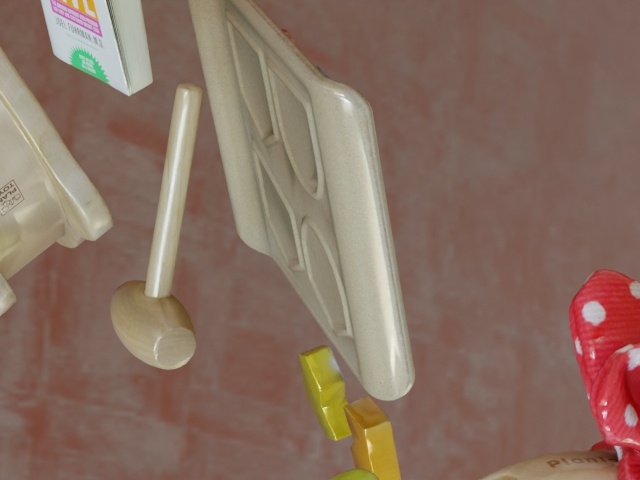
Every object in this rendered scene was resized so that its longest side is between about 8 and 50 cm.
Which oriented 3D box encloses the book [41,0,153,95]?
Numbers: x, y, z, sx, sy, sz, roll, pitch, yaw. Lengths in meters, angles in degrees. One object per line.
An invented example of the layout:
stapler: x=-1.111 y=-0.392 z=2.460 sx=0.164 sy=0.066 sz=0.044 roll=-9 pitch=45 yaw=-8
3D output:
book: x=-0.170 y=-0.184 z=1.302 sx=0.035 sy=0.096 sz=0.144 roll=-35 pitch=134 yaw=-30

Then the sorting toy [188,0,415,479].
sorting toy: x=0.000 y=0.000 z=1.134 sx=0.041 sy=0.229 sz=0.307 roll=-20 pitch=122 yaw=-16

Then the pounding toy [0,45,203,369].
pounding toy: x=-0.159 y=-0.058 z=0.942 sx=0.155 sy=0.154 sz=0.269 roll=-39 pitch=119 yaw=-16

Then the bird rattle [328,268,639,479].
bird rattle: x=0.081 y=0.128 z=0.634 sx=0.253 sy=0.143 sz=0.207 roll=-28 pitch=116 yaw=-19
